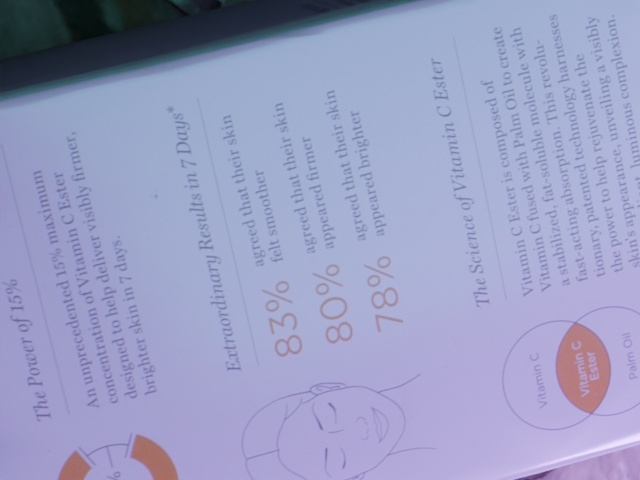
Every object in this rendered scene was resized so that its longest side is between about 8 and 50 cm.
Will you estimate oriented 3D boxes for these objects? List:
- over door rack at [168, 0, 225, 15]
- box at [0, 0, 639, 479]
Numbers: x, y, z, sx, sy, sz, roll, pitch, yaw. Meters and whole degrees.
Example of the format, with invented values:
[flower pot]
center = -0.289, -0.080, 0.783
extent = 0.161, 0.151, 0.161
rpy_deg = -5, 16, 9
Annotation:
[over door rack]
center = -0.109, -0.283, 0.861
extent = 0.324, 0.108, 0.239
rpy_deg = 30, 80, -29
[box]
center = 0.000, 0.000, 0.857
extent = 0.345, 0.168, 0.215
rpy_deg = -14, 103, -9
